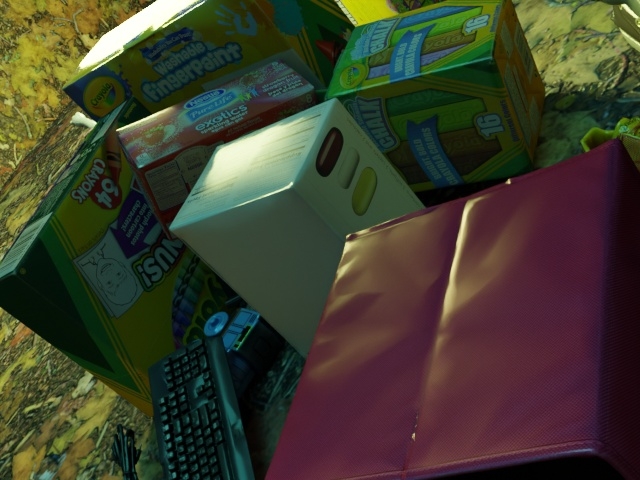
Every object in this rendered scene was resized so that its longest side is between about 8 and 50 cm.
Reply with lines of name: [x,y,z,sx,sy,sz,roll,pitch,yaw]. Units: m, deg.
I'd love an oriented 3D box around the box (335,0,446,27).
box: [0.122,-0.570,1.592,0.279,0.290,0.177,-53,29,-19]

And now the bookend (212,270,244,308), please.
bookend: [-0.106,-0.007,1.196,0.072,0.157,0.156,-28,1,27]

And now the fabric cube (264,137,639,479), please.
fabric cube: [0.155,0.131,0.625,0.259,0.254,0.258,-21,33,37]

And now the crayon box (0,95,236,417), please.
crayon box: [-0.262,0.022,1.246,0.106,0.313,0.362,-22,35,40]

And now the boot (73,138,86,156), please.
boot: [-0.324,-0.148,1.653,0.263,0.229,0.091,-31,10,5]

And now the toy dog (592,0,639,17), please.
toy dog: [0.370,-0.358,0.719,0.396,0.408,0.284,-18,53,20]

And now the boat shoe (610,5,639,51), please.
boat shoe: [0.428,-0.257,0.969,0.117,0.096,0.324,-37,29,11]

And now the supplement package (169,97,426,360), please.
supplement package: [0.000,0.000,0.992,0.204,0.262,0.145,-16,39,41]

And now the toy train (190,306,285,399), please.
toy train: [-0.134,0.171,1.130,0.105,0.080,0.184,7,55,48]

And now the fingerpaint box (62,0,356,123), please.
fingerpaint box: [-0.134,-0.236,1.379,0.445,0.371,0.163,-17,38,41]

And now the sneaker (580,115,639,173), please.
sneaker: [0.332,-0.093,0.851,0.064,0.067,0.175,-46,21,-23]

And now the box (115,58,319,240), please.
box: [-0.127,-0.127,1.148,0.257,0.128,0.122,-27,40,-12]

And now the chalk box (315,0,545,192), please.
chalk box: [0.126,-0.183,1.116,0.289,0.180,0.179,-10,40,29]

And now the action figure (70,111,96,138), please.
action figure: [-0.414,-0.192,1.933,0.276,0.248,0.370,5,47,20]

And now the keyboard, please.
keyboard: [-0.173,0.271,1.004,0.202,0.033,0.317,-35,44,14]
